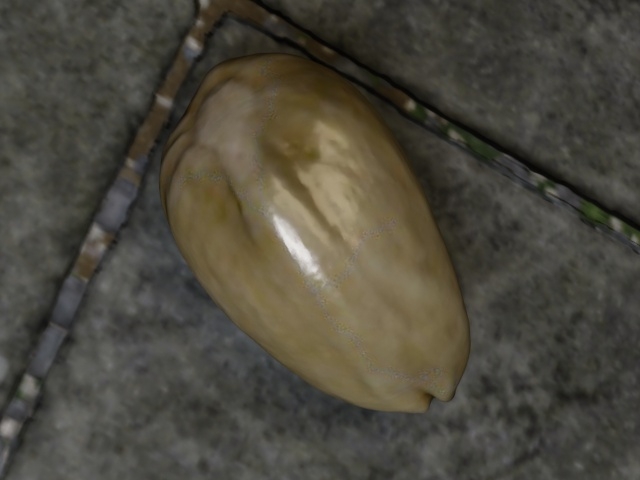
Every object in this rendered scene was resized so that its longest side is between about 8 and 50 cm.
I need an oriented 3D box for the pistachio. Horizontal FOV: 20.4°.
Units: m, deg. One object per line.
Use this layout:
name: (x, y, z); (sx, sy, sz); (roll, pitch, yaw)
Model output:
pistachio: (0.000, 0.000, 0.803); (0.108, 0.126, 0.185); (-33, 88, 8)
